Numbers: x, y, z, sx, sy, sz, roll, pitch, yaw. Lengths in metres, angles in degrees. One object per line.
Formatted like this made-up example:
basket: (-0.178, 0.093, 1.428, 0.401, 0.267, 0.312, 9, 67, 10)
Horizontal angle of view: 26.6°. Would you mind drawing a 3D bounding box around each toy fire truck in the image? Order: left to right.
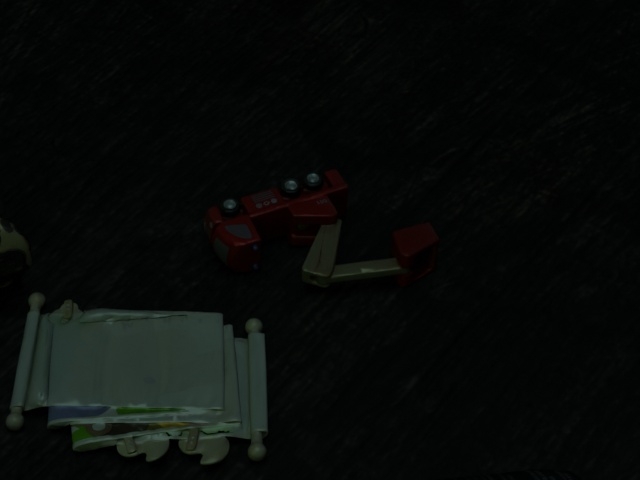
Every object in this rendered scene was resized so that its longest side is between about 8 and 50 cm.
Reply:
toy fire truck: (0.000, 0.000, 1.279, 0.192, 0.047, 0.135, -18, 52, -17)

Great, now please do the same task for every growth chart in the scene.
growth chart: (-0.157, 0.120, 1.181, 0.237, 0.021, 0.172, 5, 48, 3)

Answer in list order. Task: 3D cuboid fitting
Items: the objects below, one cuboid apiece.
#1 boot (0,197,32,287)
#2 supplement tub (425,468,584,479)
boot: (-0.373, 0.068, 1.152, 0.284, 0.138, 0.377, -34, 52, -28)
supplement tub: (0.029, 0.272, 0.925, 0.338, 0.207, 0.207, -5, 48, -5)
